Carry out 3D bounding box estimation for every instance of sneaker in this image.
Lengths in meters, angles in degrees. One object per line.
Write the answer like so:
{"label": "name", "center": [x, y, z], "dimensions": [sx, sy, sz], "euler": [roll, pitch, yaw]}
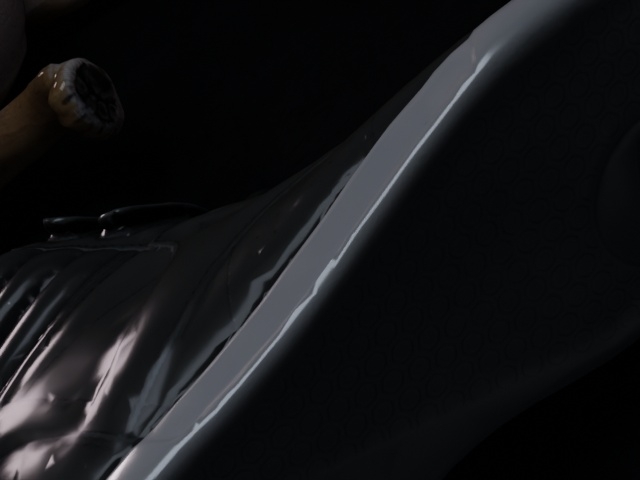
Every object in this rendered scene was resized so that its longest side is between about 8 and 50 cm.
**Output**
{"label": "sneaker", "center": [0.000, 0.000, 0.539], "dimensions": [0.296, 0.104, 0.147], "euler": [-46, 36, -9]}

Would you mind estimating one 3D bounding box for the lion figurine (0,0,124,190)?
{"label": "lion figurine", "center": [-0.174, -0.088, 0.853], "dimensions": [0.240, 0.142, 0.392], "euler": [-27, 15, 30]}
